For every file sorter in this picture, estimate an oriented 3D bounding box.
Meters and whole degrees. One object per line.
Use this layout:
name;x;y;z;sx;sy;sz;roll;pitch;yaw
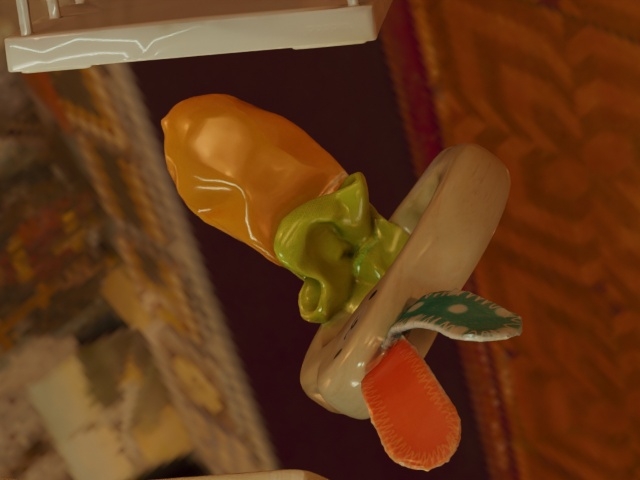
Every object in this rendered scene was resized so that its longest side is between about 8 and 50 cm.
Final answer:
file sorter;-0.063;-0.209;1.032;0.277;0.193;0.173;-71;-25;-74

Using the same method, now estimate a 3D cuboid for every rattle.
rattle;0.000;0.000;0.696;0.143;0.130;0.199;50;-160;-9

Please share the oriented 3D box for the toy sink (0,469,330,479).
toy sink;-0.070;0.176;0.766;0.234;0.131;0.153;-10;154;31
